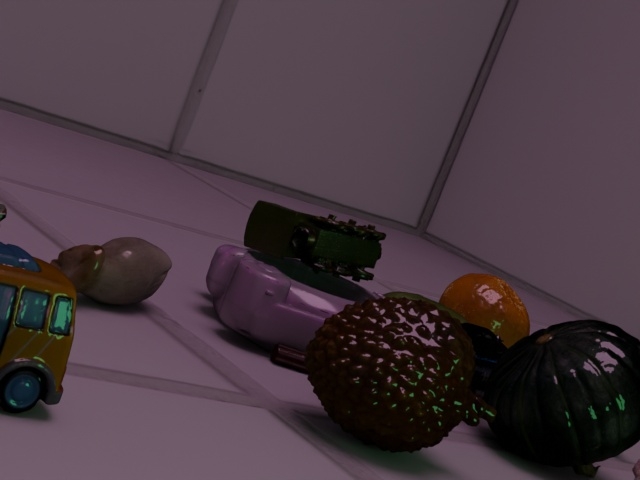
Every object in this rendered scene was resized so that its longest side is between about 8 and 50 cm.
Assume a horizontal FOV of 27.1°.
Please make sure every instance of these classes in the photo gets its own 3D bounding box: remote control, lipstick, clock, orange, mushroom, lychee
[{"bbox_3d":[0.154,0.173,1.825,0.062,0.144,0.399,27,6,33],"label":"remote control"},{"bbox_3d":[0.016,0.179,1.817,0.176,0.027,0.027,20,7,-19],"label":"lipstick"},{"bbox_3d":[-0.027,0.097,1.966,0.296,0.113,0.322,19,6,-19],"label":"clock"},{"bbox_3d":[0.284,0.142,2.337,0.177,0.155,0.177,58,7,-12],"label":"orange"},{"bbox_3d":[-0.274,0.040,1.751,0.097,0.088,0.212,14,9,27],"label":"mushroom"},{"bbox_3d":[0.098,0.159,1.561,0.238,0.200,0.200,22,7,-3],"label":"lychee"}]

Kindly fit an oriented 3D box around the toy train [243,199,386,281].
[{"bbox_3d":[0.000,0.000,1.991,0.137,0.090,0.225,19,3,32],"label":"toy train"}]

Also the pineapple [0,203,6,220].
[{"bbox_3d":[-0.512,-0.078,1.598,0.272,0.262,0.262,44,-3,-24],"label":"pineapple"}]

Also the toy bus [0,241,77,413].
[{"bbox_3d":[-0.323,0.065,1.200,0.209,0.136,0.126,15,9,-35],"label":"toy bus"}]

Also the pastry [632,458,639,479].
[{"bbox_3d":[0.504,0.349,1.665,0.265,0.112,0.103,10,7,-8],"label":"pastry"}]

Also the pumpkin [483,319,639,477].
[{"bbox_3d":[0.346,0.223,1.827,0.250,0.216,0.250,-11,1,0],"label":"pumpkin"}]

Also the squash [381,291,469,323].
[{"bbox_3d":[0.149,0.141,2.155,0.118,0.118,0.370,19,5,-21],"label":"squash"}]
